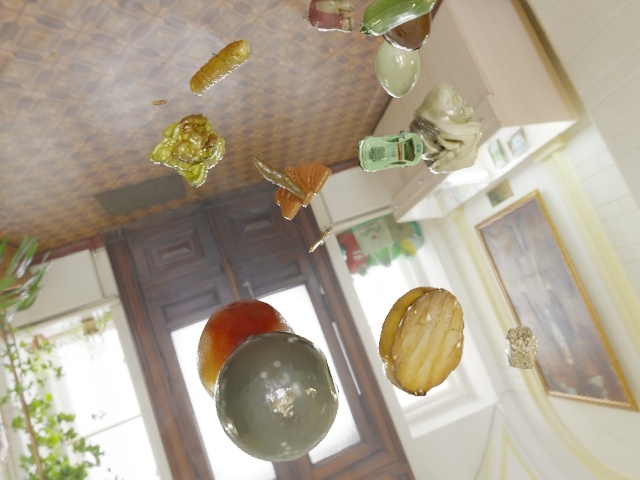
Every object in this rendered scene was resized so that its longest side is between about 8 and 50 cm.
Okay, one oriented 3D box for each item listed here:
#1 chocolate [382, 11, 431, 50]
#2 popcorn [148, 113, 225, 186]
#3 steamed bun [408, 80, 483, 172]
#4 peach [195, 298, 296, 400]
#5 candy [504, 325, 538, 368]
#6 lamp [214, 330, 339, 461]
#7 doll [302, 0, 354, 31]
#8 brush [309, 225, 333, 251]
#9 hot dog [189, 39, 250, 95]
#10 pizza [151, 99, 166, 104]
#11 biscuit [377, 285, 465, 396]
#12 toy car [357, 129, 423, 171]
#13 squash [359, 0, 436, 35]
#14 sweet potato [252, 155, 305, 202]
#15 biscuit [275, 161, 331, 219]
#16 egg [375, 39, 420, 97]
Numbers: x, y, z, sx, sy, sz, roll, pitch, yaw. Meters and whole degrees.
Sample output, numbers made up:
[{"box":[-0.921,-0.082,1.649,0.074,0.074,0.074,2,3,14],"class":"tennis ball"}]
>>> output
[{"box":[0.244,-0.621,1.291,0.177,0.176,0.176,-20,170,-4],"class":"chocolate"},{"box":[-0.599,-0.407,2.135,0.322,0.325,0.290,-18,-177,3],"class":"popcorn"},{"box":[0.501,-0.449,1.925,0.248,0.339,0.352,-20,153,-16],"class":"steamed bun"},{"box":[-0.188,0.307,1.226,0.308,0.307,0.332,-17,165,-24],"class":"peach"},{"box":[0.543,0.290,1.240,0.085,0.095,0.110,-2,139,26],"class":"candy"},{"box":[-0.067,0.233,0.734,0.182,0.181,0.314,-20,174,-7],"class":"lamp"},{"box":[0.035,-0.795,1.434,0.152,0.196,0.255,-47,148,-34],"class":"doll"},{"box":[0.000,0.000,1.159,0.043,0.014,0.170,-63,173,20],"class":"brush"},{"box":[-0.341,-0.569,1.517,0.286,0.087,0.061,-26,165,36],"class":"hot dog"},{"box":[-0.600,-0.512,1.704,0.037,0.016,0.083,-4,-162,20],"class":"pizza"},{"box":[0.271,0.263,1.228,0.297,0.295,0.102,-15,-163,-33],"class":"biscuit"},{"box":[0.176,-0.218,1.107,0.186,0.093,0.058,-11,-166,-23],"class":"toy car"},{"box":[0.160,-0.488,0.963,0.068,0.077,0.219,18,172,-32],"class":"squash"},{"box":[-0.162,-0.250,1.854,0.067,0.274,0.067,-50,-166,17],"class":"sweet potato"},{"box":[-0.082,-0.247,2.001,0.307,0.283,0.043,-26,142,30],"class":"biscuit"},{"box":[0.324,-0.733,1.926,0.187,0.252,0.186,-2,-171,0],"class":"egg"}]
